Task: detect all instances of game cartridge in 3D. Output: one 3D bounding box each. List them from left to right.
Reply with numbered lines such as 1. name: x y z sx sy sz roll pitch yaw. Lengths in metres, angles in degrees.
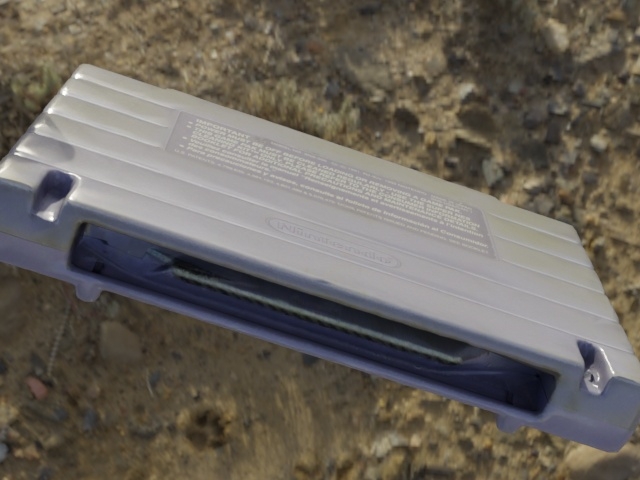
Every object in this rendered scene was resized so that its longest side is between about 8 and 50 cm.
1. game cartridge: 0.000 0.000 0.674 0.355 0.068 0.230 18 18 -6
